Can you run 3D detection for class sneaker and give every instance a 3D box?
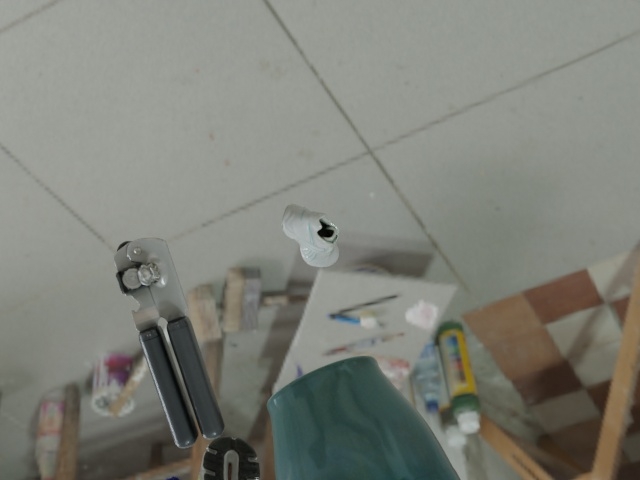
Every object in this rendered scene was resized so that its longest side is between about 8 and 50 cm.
[{"bbox_3d":[-0.103,0.319,1.082,0.081,0.209,0.094,13,144,-12],"label":"sneaker"},{"bbox_3d":[0.000,0.000,1.442,0.061,0.054,0.152,8,159,26],"label":"sneaker"}]

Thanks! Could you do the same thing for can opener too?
[{"bbox_3d":[-0.193,0.126,1.336,0.074,0.280,0.093,-19,177,5],"label":"can opener"}]

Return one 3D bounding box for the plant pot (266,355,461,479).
[{"bbox_3d":[0.046,0.321,1.520,0.271,0.255,0.272,-22,160,-8],"label":"plant pot"}]

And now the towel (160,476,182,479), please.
[{"bbox_3d":[-0.295,0.364,1.180,0.308,0.076,0.227,-24,180,-27],"label":"towel"}]
